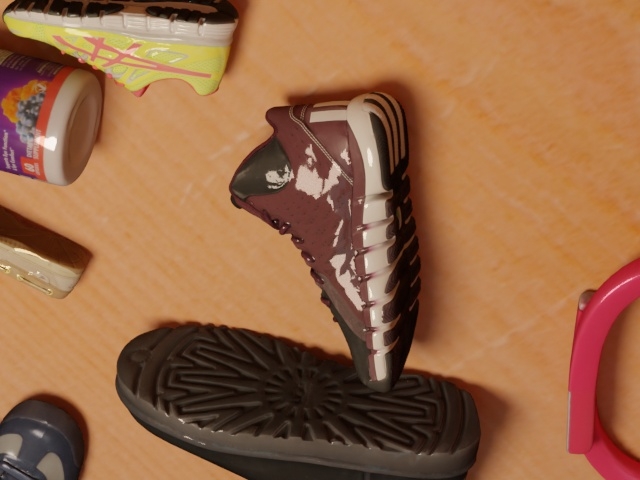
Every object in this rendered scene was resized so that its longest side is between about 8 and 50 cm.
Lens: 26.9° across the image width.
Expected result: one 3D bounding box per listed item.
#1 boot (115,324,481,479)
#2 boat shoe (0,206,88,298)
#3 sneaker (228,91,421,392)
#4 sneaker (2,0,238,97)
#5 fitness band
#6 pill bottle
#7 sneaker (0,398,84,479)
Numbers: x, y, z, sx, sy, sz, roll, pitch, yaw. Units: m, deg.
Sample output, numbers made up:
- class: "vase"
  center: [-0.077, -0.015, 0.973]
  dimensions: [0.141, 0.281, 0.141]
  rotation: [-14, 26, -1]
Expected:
- class: "boot"
  center: [-0.042, 0.321, 1.402]
  dimensions: [0.367, 0.146, 0.445]
  rotation: [14, 127, 9]
- class: "boat shoe"
  center: [-0.316, 0.009, 1.320]
  dimensions: [0.170, 0.063, 0.059]
  rotation: [27, 118, -3]
- class: "sneaker"
  center: [0.000, 0.000, 1.218]
  dimensions: [0.162, 0.106, 0.281]
  rotation: [3, 111, 19]
- class: "sneaker"
  center: [-0.177, -0.168, 1.164]
  dimensions: [0.208, 0.081, 0.094]
  rotation: [10, 125, 9]
- class: "fitness band"
  center: [0.334, 0.132, 1.230]
  dimensions: [0.209, 0.054, 0.291]
  rotation: [4, 122, 10]
- class: "pill bottle"
  center: [-0.306, -0.122, 1.210]
  dimensions: [0.193, 0.108, 0.108]
  rotation: [14, 123, 6]
- class: "sneaker"
  center: [-0.356, 0.313, 1.474]
  dimensions: [0.112, 0.131, 0.319]
  rotation: [29, 123, -2]
